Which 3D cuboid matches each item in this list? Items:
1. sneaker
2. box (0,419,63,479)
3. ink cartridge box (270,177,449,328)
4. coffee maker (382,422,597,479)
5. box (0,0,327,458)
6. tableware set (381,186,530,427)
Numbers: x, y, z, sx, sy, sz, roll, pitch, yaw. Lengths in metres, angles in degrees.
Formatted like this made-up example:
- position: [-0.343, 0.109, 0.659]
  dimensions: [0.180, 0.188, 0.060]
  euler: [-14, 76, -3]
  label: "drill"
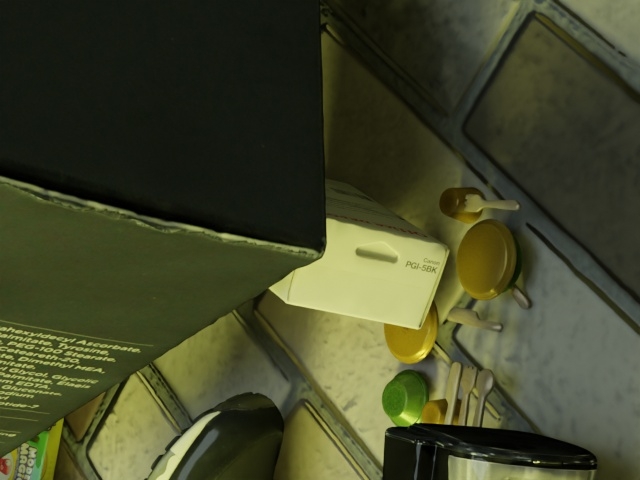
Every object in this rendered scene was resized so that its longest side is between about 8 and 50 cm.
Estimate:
- position: [-0.065, 0.238, 1.079]
  dimensions: [0.124, 0.107, 0.283]
  euler: [34, 112, 29]
  label: "sneaker"
- position: [-0.257, 0.136, 1.324]
  dimensions: [0.179, 0.043, 0.105]
  euler: [12, 92, 50]
  label: "box"
- position: [0.000, 0.000, 1.011]
  dimensions: [0.135, 0.099, 0.056]
  euler: [36, 110, 59]
  label: "ink cartridge box"
- position: [0.073, 0.191, 0.905]
  dimensions: [0.171, 0.120, 0.178]
  euler: [1, 84, 48]
  label: "coffee maker"
- position: [-0.245, -0.149, 1.089]
  dimensions: [0.472, 0.297, 0.480]
  euler: [-34, 50, 50]
  label: "box"
- position: [0.080, 0.044, 0.997]
  dimensions: [0.104, 0.024, 0.154]
  euler: [10, 92, 50]
  label: "tableware set"
